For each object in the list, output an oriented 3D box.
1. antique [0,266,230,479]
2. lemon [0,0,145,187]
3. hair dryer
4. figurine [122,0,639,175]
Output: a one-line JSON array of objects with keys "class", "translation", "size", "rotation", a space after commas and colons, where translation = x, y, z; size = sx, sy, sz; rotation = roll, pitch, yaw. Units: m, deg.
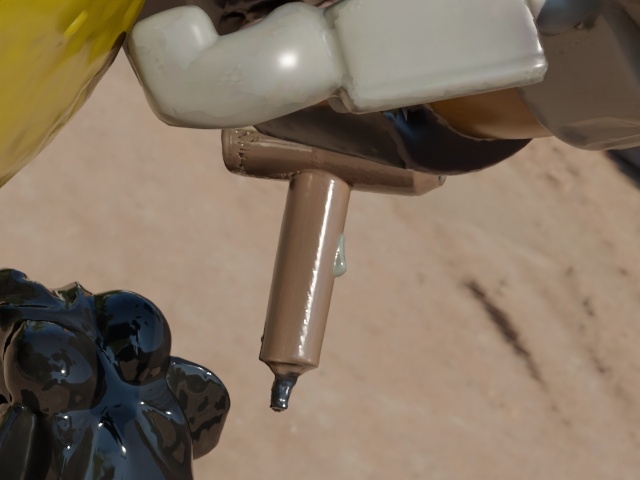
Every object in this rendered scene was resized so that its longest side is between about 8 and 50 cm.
[{"class": "antique", "translation": [-0.174, 0.171, 1.100], "size": [0.185, 0.322, 0.255], "rotation": [-17, 1, -35]}, {"class": "lemon", "translation": [-0.218, -0.116, 0.356], "size": [0.364, 0.364, 0.364], "rotation": [27, 19, -10]}, {"class": "hair dryer", "translation": [0.000, 0.000, 0.872], "size": [0.117, 0.182, 0.064], "rotation": [8, -6, 12]}, {"class": "figurine", "translation": [0.063, -0.093, 0.511], "size": [0.308, 0.143, 0.308], "rotation": [-6, 5, 1]}]
